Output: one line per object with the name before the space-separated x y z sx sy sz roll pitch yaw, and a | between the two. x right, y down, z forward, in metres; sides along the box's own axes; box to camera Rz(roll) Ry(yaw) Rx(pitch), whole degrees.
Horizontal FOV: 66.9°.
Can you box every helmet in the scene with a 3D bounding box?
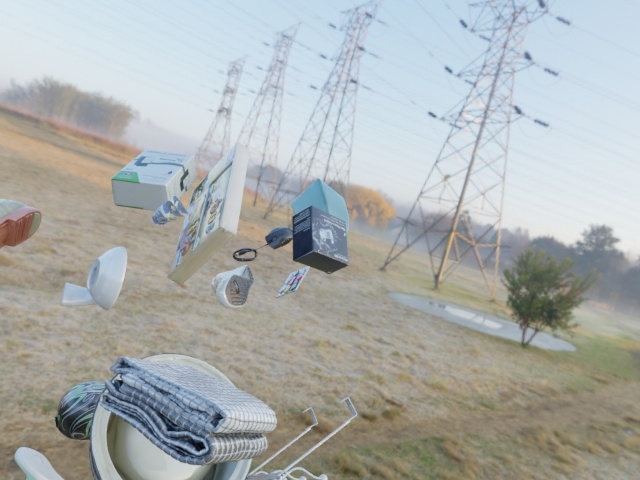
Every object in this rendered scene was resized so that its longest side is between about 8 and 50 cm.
helmet | -0.720 0.517 1.505 0.169 0.162 0.169 32 11 -7

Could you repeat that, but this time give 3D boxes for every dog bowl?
dog bowl | -0.378 0.500 1.212 0.407 0.150 0.408 25 39 -22

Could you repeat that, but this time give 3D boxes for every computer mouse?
computer mouse | -0.191 0.010 1.664 0.242 0.071 0.041 -27 -16 -30

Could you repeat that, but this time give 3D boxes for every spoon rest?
spoon rest | -0.488 0.098 1.078 0.084 0.137 0.276 20 -29 -40

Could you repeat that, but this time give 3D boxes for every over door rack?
over door rack | -0.048 0.587 1.323 0.324 0.108 0.239 -37 0 -41

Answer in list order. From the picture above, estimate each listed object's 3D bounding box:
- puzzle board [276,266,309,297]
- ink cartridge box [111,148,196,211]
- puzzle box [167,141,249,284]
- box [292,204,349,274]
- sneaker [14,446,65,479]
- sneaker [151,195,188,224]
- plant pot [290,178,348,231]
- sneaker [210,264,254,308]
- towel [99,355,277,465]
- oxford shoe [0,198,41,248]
puzzle board | -0.095 0.139 1.655 0.096 0.128 0.011 -23 -67 38
ink cartridge box | -0.451 -0.169 1.335 0.152 0.087 0.208 7 32 4
puzzle box | -0.329 -0.092 1.458 0.052 0.272 0.409 34 34 -29
box | 0.000 0.000 1.476 0.156 0.158 0.093 23 -36 -40
sneaker | -0.925 0.795 1.550 0.256 0.151 0.094 54 -8 -11
sneaker | -0.343 -0.064 1.088 0.052 0.058 0.135 58 5 -4
plant pot | 0.010 -0.090 1.924 0.165 0.165 0.234 36 23 -34
sneaker | -0.299 0.160 1.543 0.123 0.106 0.290 -17 6 7
towel | -0.253 0.332 0.937 0.283 0.121 0.235 16 -12 25
oxford shoe | -0.993 -0.021 1.371 0.146 0.141 0.397 26 20 2
